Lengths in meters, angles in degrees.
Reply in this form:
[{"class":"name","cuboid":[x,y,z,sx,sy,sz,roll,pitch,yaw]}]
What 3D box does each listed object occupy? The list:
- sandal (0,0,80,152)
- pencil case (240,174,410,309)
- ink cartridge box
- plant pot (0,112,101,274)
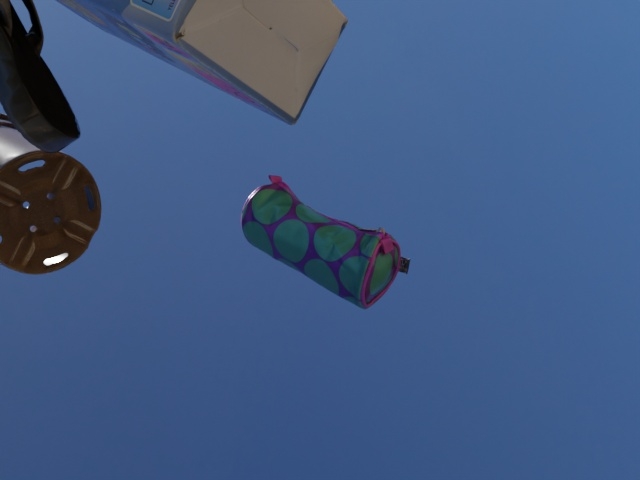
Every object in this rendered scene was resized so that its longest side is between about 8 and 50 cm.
[{"class":"sandal","cuboid":[-0.262,-0.191,0.718,0.254,0.054,0.097,58,-171,4]},{"class":"pencil case","cuboid":[0.000,0.000,0.764,0.064,0.152,0.070,2,-69,-54]},{"class":"ink cartridge box","cuboid":[-0.201,-0.303,0.978,0.151,0.395,0.270,-60,-26,2]},{"class":"plant pot","cuboid":[-0.323,-0.044,0.904,0.167,0.165,0.167,-14,-69,-38]}]
